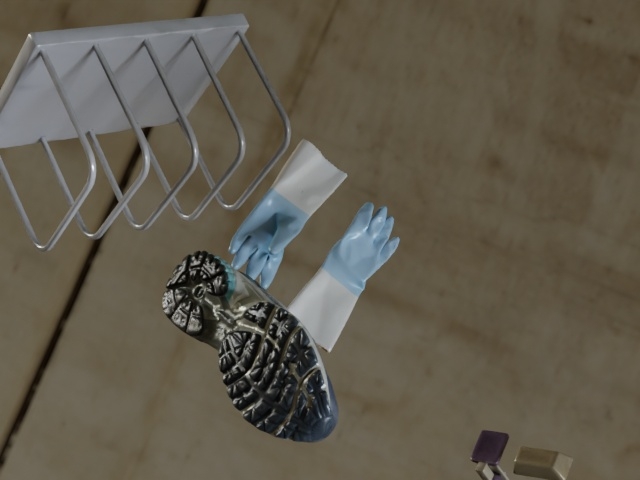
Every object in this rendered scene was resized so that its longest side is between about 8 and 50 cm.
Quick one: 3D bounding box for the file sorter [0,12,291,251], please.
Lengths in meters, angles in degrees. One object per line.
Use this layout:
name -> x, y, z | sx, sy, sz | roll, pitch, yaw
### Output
file sorter -> -0.200, -0.117, 1.570 | 0.277, 0.173, 0.193 | -13, -23, -39

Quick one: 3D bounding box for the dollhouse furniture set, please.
dollhouse furniture set -> 0.230, 0.280, 1.592 | 0.114, 0.091, 0.081 | 3, -37, 37

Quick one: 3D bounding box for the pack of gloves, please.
pack of gloves -> 0.000, 0.000, 1.885 | 0.195, 0.232, 0.046 | 38, -27, -8

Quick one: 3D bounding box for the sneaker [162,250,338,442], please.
sneaker -> -0.047, 0.110, 1.469 | 0.122, 0.110, 0.283 | 26, 16, -44
